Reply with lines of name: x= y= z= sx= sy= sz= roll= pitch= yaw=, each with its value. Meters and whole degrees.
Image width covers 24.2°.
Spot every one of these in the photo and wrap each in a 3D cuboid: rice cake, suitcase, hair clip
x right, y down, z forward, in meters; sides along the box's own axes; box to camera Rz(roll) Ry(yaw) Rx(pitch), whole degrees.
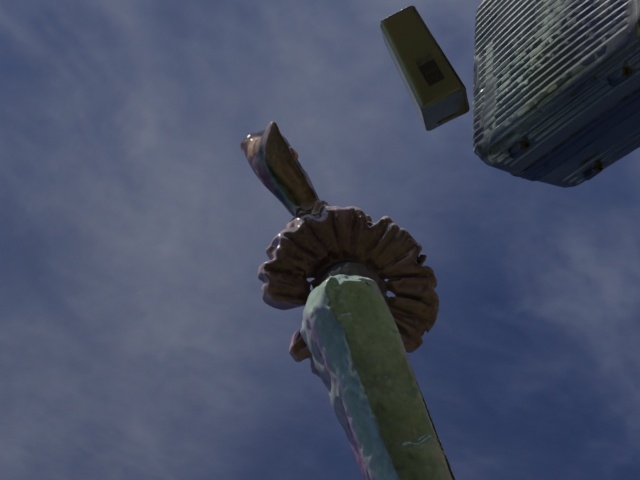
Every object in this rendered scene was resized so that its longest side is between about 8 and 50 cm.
rice cake: x=0.039 y=0.106 z=0.568 sx=0.033 sy=0.033 sz=0.207 roll=-8 pitch=-118 yaw=-26
suitcase: x=0.254 y=-0.188 z=1.313 sx=0.128 sy=0.312 sz=0.202 roll=15 pitch=-117 yaw=-22
hair clip: x=0.000 y=-0.005 z=1.462 sx=0.173 sy=0.069 sz=0.300 roll=-20 pitch=-117 yaw=-20

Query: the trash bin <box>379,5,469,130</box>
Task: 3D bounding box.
trash bin: x=0.088 y=-0.150 z=1.302 sx=0.043 sy=0.061 sz=0.092 roll=-28 pitch=-109 yaw=1
